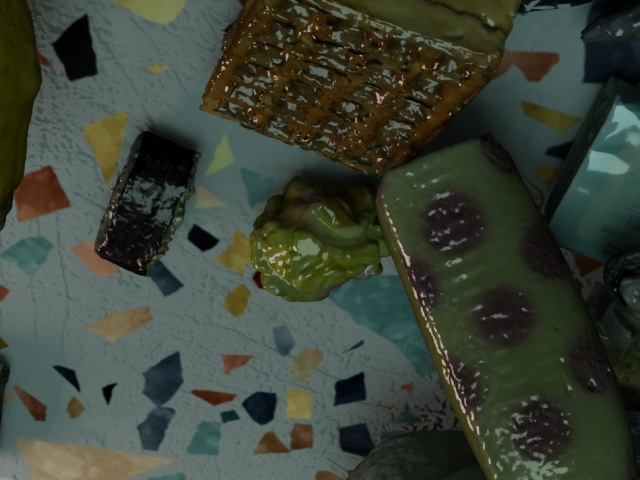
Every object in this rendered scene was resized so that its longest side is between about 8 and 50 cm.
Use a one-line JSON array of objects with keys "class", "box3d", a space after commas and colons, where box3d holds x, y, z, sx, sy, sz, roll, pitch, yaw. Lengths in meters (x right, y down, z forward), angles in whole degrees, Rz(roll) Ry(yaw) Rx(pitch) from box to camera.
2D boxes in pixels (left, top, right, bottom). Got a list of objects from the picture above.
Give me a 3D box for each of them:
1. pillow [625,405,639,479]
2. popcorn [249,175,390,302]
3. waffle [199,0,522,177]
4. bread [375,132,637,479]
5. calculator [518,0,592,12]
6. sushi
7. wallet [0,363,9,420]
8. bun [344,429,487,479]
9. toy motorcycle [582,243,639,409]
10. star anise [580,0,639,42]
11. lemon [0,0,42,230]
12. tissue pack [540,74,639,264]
[{"class": "pillow", "box3d": [0.311, 0.225, 1.513, 0.188, 0.034, 0.255, 7, 155, 24]}, {"class": "popcorn", "box3d": [0.000, 0.000, 1.440, 0.145, 0.126, 0.126, -5, 102, -8]}, {"class": "waffle", "box3d": [0.025, -0.162, 1.253, 0.212, 0.091, 0.308, 19, 160, -10]}, {"class": "bread", "box3d": [0.174, 0.078, 1.339, 0.155, 0.187, 0.338, -21, 85, 0]}, {"class": "calculator", "box3d": [0.198, -0.322, 1.200, 0.274, 0.058, 0.248, -4, 103, 15]}, {"class": "sushi", "box3d": [-0.177, -0.034, 1.461, 0.078, 0.090, 0.150, 22, 120, -13]}, {"class": "wallet", "box3d": [-0.496, 0.192, 1.652, 0.250, 0.075, 0.176, 13, 117, -3]}, {"class": "bun", "box3d": [0.181, 0.326, 1.529, 0.362, 0.362, 0.211, 32, 86, -14]}, {"class": "toy motorcycle", "box3d": [0.346, 0.122, 1.442, 0.222, 0.108, 0.341, 24, 150, 1]}, {"class": "star anise", "box3d": [0.341, -0.221, 1.276, 0.229, 0.093, 0.236, -23, 111, 23]}, {"class": "lemon", "box3d": [-0.417, -0.152, 1.259, 0.349, 0.350, 0.387, -33, 105, 24]}, {"class": "tissue pack", "box3d": [0.367, -0.037, 1.400, 0.263, 0.089, 0.177, 21, 122, -4]}]
